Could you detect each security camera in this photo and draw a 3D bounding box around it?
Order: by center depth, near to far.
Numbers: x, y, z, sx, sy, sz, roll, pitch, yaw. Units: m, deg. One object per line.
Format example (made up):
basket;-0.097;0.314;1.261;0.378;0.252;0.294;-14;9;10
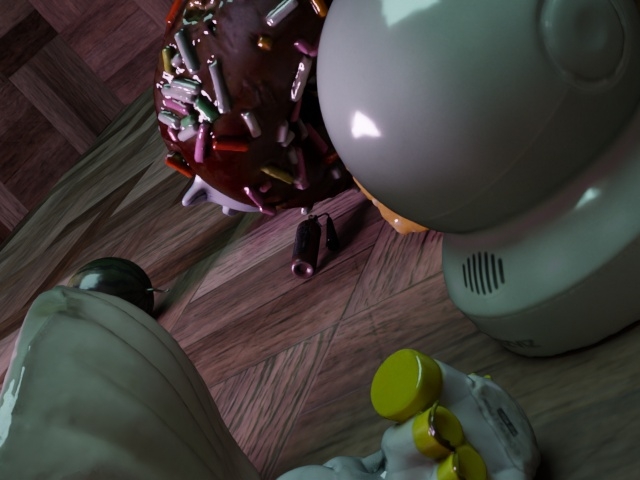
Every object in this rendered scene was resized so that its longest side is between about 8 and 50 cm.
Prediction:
security camera;0.102;-0.074;0.629;0.194;0.236;0.194;-41;16;14

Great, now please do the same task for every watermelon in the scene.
watermelon;-0.240;0.069;1.287;0.133;0.105;0.105;-15;24;13

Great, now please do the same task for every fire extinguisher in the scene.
fire extinguisher;-0.003;-0.005;1.048;0.046;0.032;0.100;-45;19;29

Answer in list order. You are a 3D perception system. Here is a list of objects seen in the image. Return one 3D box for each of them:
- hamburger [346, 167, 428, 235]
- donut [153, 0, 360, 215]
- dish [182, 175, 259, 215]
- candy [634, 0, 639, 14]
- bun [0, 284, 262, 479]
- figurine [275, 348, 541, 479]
hamburger;0.113;-0.101;0.844;0.207;0.155;0.135;-11;43;45
donut;-0.017;-0.164;0.977;0.259;0.136;0.345;-12;-39;-46
dish;-0.047;-0.098;1.220;0.228;0.086;0.236;-41;-23;-28
candy;0.152;-0.222;0.856;0.143;0.271;0.101;-92;24;-56
bun;-0.121;0.166;0.691;0.263;0.175;0.263;-169;90;-84
figurine;0.029;0.136;0.553;0.178;0.109;0.129;-40;-10;9
